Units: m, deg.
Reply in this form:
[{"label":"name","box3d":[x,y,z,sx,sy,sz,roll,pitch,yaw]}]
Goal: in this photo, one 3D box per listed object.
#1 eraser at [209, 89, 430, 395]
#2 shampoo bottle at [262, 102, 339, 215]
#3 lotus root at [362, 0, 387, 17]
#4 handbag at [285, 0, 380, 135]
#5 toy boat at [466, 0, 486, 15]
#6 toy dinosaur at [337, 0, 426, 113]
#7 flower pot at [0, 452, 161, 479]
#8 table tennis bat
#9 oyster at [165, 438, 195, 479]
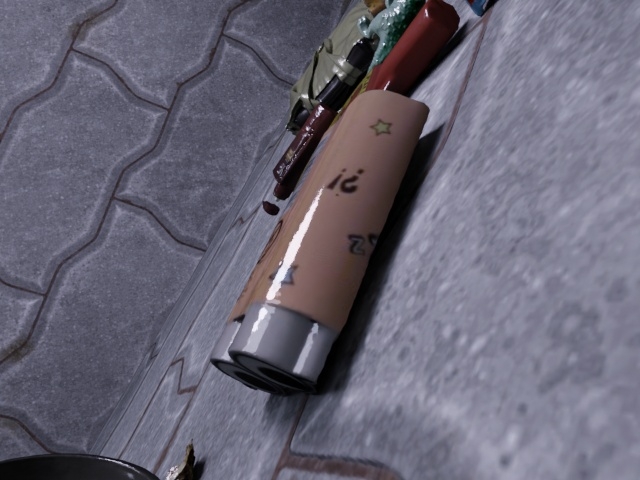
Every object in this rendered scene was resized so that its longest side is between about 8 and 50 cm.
[{"label":"eraser","box3d":[0.000,0.000,0.514,0.290,0.087,0.171,-65,12,-26]},{"label":"shampoo bottle","box3d":[-0.041,-0.149,0.996,0.236,0.067,0.068,-56,17,21]},{"label":"lotus root","box3d":[0.135,-0.486,1.006,0.081,0.112,0.122,-30,29,48]},{"label":"handbag","box3d":[0.025,-0.386,1.189,0.316,0.109,0.253,-43,24,32]},{"label":"toy boat","box3d":[0.205,-0.330,0.557,0.172,0.059,0.069,-61,12,20]},{"label":"toy dinosaur","box3d":[0.106,-0.369,0.937,0.383,0.076,0.129,124,148,-44]},{"label":"flower pot","box3d":[-0.328,0.375,0.614,0.269,0.269,0.166,-175,93,-75]},{"label":"table tennis bat","box3d":[0.054,-0.171,0.767,0.414,0.051,0.268,-46,19,51]},{"label":"oyster","box3d":[-0.161,0.286,0.579,0.086,0.029,0.132,-56,16,38]}]
